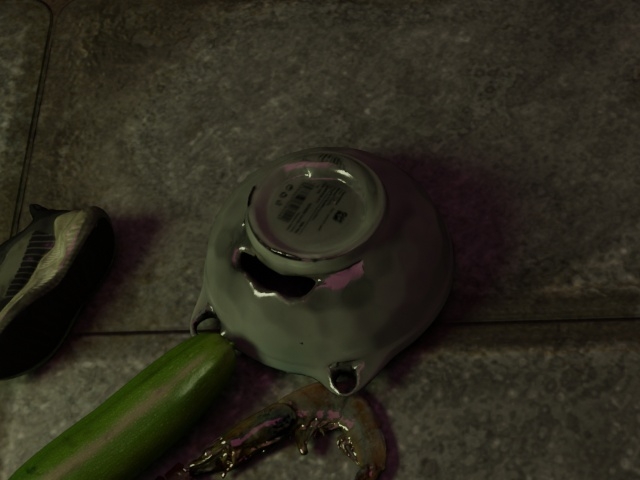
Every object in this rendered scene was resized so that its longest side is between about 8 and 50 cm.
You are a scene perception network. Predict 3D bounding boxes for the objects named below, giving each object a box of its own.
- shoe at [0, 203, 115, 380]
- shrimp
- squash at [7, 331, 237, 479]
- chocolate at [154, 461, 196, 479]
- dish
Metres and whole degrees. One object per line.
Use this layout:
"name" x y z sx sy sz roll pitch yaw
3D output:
"shoe" -0.319 0.048 1.462 0.112 0.099 0.227 20 59 27
"shrimp" -0.025 0.224 1.339 0.195 0.035 0.148 -26 60 -10
"squash" -0.200 0.198 1.350 0.292 0.082 0.082 -38 60 -17
"chocolate" -0.184 0.298 1.313 0.182 0.028 0.086 -40 57 -8
"dish" 0.000 0.000 1.413 0.303 0.120 0.303 -4 52 5
